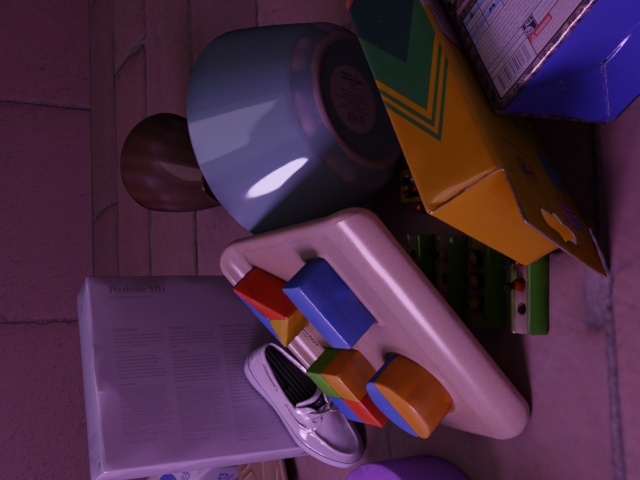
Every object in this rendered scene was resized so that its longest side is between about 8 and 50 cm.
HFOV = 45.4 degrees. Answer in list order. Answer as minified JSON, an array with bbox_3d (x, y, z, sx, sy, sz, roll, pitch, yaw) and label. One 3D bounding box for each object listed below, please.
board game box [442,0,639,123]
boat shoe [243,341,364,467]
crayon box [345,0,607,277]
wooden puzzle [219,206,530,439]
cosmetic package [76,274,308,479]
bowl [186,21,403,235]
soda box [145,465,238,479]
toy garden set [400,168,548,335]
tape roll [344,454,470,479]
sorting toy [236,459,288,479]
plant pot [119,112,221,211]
[{"bbox_3d":[0.223,-0.291,0.688,0.232,0.141,0.290,-54,44,48],"label":"board game box"},{"bbox_3d":[-0.020,0.241,1.109,0.226,0.083,0.076,41,146,0],"label":"boat shoe"},{"bbox_3d":[0.151,-0.104,0.750,0.081,0.202,0.318,-33,56,26],"label":"crayon box"},{"bbox_3d":[0.032,0.122,0.922,0.322,0.080,0.348,50,152,-13],"label":"wooden puzzle"},{"bbox_3d":[-0.163,0.197,1.167,0.097,0.378,0.284,-43,51,53],"label":"cosmetic package"},{"bbox_3d":[-0.003,-0.157,1.004,0.163,0.312,0.311,-15,75,40],"label":"bowl"},{"bbox_3d":[-0.287,0.509,1.586,0.286,0.098,0.091,-45,51,22],"label":"soda box"},{"bbox_3d":[0.162,-0.002,0.900,0.244,0.049,0.203,-1,89,62],"label":"toy garden set"},{"bbox_3d":[0.115,0.410,0.944,0.275,0.090,0.274,-4,86,62],"label":"tape roll"},{"bbox_3d":[-0.089,0.387,1.390,0.307,0.041,0.229,126,142,-48],"label":"sorting toy"},{"bbox_3d":[-0.263,-0.148,1.582,0.230,0.215,0.215,16,104,46],"label":"plant pot"}]
